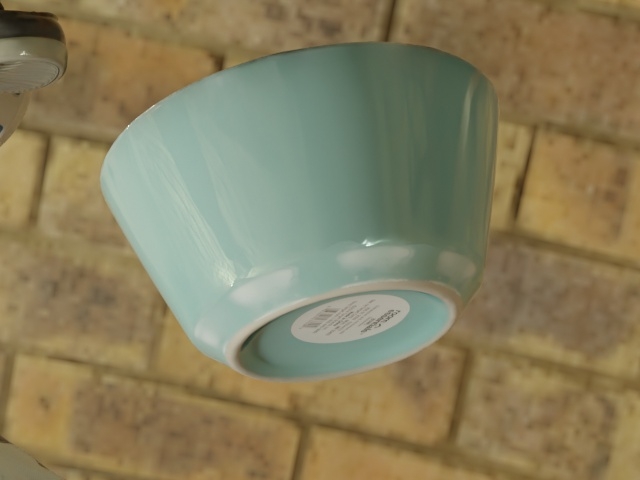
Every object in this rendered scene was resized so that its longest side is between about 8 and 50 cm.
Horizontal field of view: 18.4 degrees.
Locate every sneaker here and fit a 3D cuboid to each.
[{"bbox_3d":[-0.213,-0.143,1.073,0.083,0.118,0.222,6,180,-44],"label":"sneaker"}]

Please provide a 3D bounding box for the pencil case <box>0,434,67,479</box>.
[{"bbox_3d":[-0.194,0.267,1.534,0.410,0.160,0.183,31,157,13],"label":"pencil case"}]

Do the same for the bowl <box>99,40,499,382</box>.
[{"bbox_3d":[0.000,0.000,1.485,0.311,0.163,0.311,-10,157,-4],"label":"bowl"}]

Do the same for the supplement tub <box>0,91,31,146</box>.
[{"bbox_3d":[-0.363,-0.160,1.731,0.144,0.144,0.199,20,173,34],"label":"supplement tub"}]
